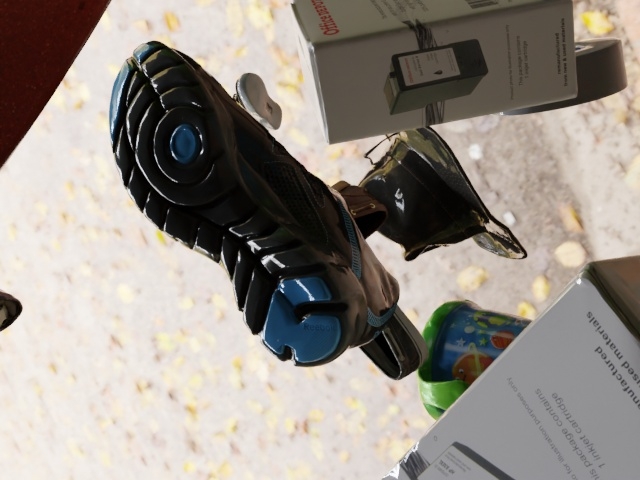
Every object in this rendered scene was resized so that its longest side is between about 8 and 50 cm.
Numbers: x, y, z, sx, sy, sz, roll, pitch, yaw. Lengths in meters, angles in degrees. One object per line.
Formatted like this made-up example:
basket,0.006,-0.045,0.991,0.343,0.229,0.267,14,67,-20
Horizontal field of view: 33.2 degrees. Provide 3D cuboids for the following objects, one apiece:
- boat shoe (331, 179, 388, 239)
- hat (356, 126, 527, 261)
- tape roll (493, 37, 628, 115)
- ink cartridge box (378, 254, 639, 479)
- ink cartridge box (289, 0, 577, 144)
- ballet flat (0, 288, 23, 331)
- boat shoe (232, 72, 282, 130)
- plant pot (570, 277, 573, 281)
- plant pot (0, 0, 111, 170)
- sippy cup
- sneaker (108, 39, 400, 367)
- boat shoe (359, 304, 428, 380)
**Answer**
boat shoe,0.000,0.000,1.224,0.073,0.207,0.073,33,140,20
hat,0.129,-0.050,1.499,0.331,0.134,0.331,49,177,3
tape roll,0.352,-0.251,1.638,0.219,0.219,0.072,1,109,46
ink cartridge box,0.171,0.147,0.669,0.129,0.223,0.307,58,133,26
ink cartridge box,0.116,-0.211,1.172,0.198,0.272,0.115,-106,5,-64
ballet flat,-0.459,0.117,1.316,0.079,0.221,0.077,-2,112,40
boat shoe,-0.135,-0.243,1.913,0.083,0.183,0.065,4,74,17
plant pot,0.548,0.184,1.656,0.293,0.275,0.275,-4,112,7
plant pot,-0.262,-0.078,0.363,0.267,0.267,0.236,16,85,24
sippy cup,0.327,0.228,1.935,0.224,0.305,0.240,1,139,40
sneaker,-0.065,-0.036,0.961,0.125,0.139,0.341,-44,73,28
boat shoe,0.054,0.093,1.446,0.219,0.070,0.078,48,130,13
